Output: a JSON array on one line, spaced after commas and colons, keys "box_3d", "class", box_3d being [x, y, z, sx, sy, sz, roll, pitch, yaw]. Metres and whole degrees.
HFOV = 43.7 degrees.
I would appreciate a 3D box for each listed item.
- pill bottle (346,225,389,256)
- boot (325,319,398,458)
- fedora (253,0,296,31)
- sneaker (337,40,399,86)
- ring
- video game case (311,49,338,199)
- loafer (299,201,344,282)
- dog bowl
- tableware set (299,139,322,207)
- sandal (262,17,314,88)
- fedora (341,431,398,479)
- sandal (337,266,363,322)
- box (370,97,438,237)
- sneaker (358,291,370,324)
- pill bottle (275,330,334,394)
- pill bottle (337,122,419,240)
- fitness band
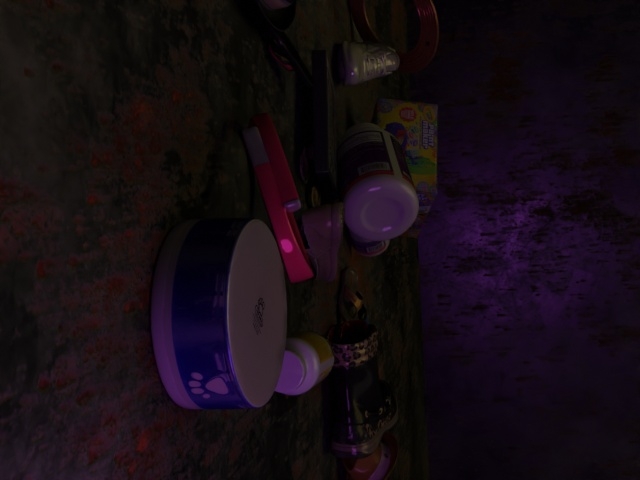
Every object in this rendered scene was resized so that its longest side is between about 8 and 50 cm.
[{"box_3d": [0.121, -0.051, 2.143, 0.193, 0.108, 0.108, 70, 23, -52], "class": "pill bottle"}, {"box_3d": [0.101, 0.336, 1.968, 0.377, 0.138, 0.284, -32, 119, -68], "class": "boot"}, {"box_3d": [-0.044, -0.536, 1.421, 0.334, 0.153, 0.334, -7, 90, -75], "class": "fedora"}, {"box_3d": [0.132, -0.492, 2.164, 0.305, 0.152, 0.114, -60, 150, -63], "class": "sneaker"}, {"box_3d": [0.206, -0.628, 2.218, 0.032, 0.337, 0.336, -34, 131, -28], "class": "ring"}, {"box_3d": [0.013, -0.253, 1.803, 0.248, 0.035, 0.274, 61, 27, -78], "class": "video game case"}, {"box_3d": [0.000, 0.000, 1.697, 0.268, 0.092, 0.101, 96, 3, -57], "class": "loafer"}, {"box_3d": [-0.131, 0.100, 1.107, 0.265, 0.104, 0.264, -2, 90, -76], "class": "dog bowl"}, {"box_3d": [-0.016, -0.145, 1.787, 0.141, 0.020, 0.168, -73, 156, -54], "class": "tableware set"}, {"box_3d": [-0.068, -0.356, 1.540, 0.179, 0.040, 0.067, 52, 22, -44], "class": "sandal"}, {"box_3d": [0.107, 0.543, 1.983, 0.079, 0.194, 0.194, 41, 34, -18], "class": "fedora"}, {"box_3d": [0.084, 0.144, 2.041, 0.072, 0.049, 0.180, 33, 49, -40], "class": "sandal"}, {"box_3d": [0.221, -0.202, 2.276, 0.279, 0.177, 0.289, 103, -8, -63], "class": "box"}, {"box_3d": [0.101, 0.216, 2.117, 0.084, 0.058, 0.152, -55, 137, -77], "class": "sneaker"}, {"box_3d": [-0.043, 0.223, 1.449, 0.184, 0.103, 0.103, 2, 86, -76], "class": "pill bottle"}, {"box_3d": [0.128, -0.156, 1.960, 0.323, 0.182, 0.181, -98, 176, -53], "class": "pill bottle"}, {"box_3d": [-0.068, -0.072, 1.296, 0.209, 0.054, 0.290, 79, -7, -64], "class": "fitness band"}]
